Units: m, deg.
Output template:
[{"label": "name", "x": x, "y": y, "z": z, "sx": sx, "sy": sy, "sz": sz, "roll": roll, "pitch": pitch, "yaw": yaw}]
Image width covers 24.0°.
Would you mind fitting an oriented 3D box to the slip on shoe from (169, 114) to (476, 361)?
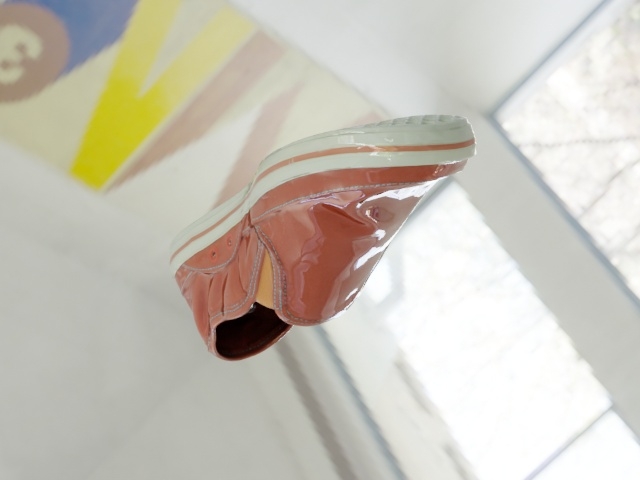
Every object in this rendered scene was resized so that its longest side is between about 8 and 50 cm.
[{"label": "slip on shoe", "x": 0.000, "y": 0.000, "z": 0.973, "sx": 0.123, "sy": 0.331, "sz": 0.101, "roll": -9, "pitch": -104, "yaw": -32}]
